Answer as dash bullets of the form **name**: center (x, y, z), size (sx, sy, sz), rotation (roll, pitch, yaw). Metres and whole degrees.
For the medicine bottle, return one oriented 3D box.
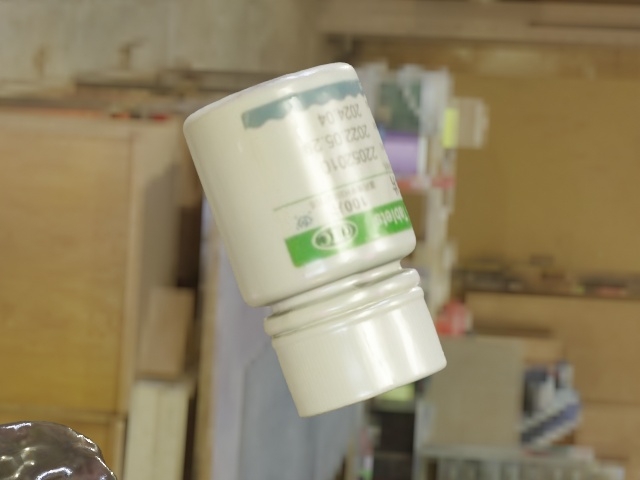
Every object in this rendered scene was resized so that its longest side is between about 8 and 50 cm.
- **medicine bottle**: center (0.000, 0.000, 1.434), size (0.139, 0.139, 0.237), rotation (-1, 70, -83)

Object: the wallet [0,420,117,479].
- **wallet**: center (-0.179, 0.134, 0.461), size (0.309, 0.165, 0.042), rotation (-46, -119, 44)
